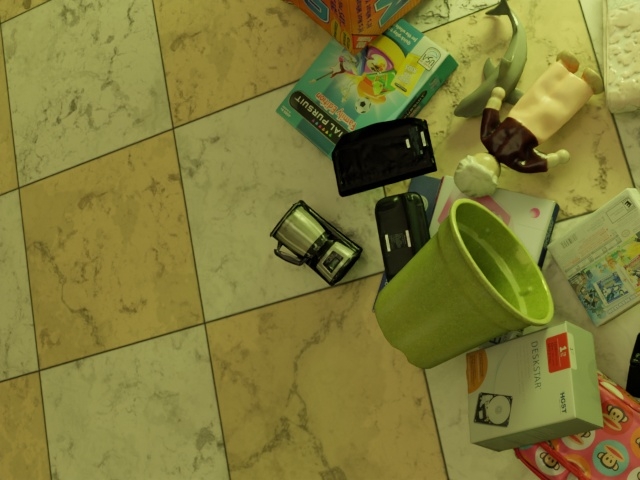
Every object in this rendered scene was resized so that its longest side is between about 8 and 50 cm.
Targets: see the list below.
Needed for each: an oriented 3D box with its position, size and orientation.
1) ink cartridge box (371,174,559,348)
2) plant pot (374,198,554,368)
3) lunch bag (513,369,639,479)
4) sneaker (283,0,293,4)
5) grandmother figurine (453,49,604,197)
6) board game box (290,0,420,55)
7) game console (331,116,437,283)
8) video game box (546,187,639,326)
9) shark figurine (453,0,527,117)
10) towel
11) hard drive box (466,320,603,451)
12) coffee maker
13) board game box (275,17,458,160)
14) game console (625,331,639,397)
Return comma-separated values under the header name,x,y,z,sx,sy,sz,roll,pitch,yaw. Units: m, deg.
name,x,y,z,sx,sy,sz,roll,pitch,yaw
ink cartridge box,0.285,0.039,1.866,0.330,0.071,0.323,15,88,25
plant pot,0.249,0.105,1.708,0.254,0.276,0.276,-39,67,28
lunch bag,0.513,0.403,1.673,0.293,0.120,0.258,39,101,27
sneaker,-0.004,-0.670,2.118,0.145,0.090,0.270,24,88,18
grandmother figurine,0.405,-0.214,1.805,0.342,0.104,0.208,-43,60,1
board game box,0.069,-0.686,1.864,0.356,0.356,0.356,-41,70,-11
game console,0.147,-0.074,1.885,0.213,0.044,0.361,-14,76,20
video game box,0.559,0.033,1.715,0.205,0.048,0.187,-42,63,36
shark figurine,0.380,-0.383,1.873,0.166,0.116,0.278,15,89,25
towel,0.697,-0.422,1.717,0.332,0.053,0.316,-11,72,37
hard drive box,0.385,0.271,1.659,0.232,0.089,0.181,-27,50,41
coffee maker,0.000,0.000,1.971,0.178,0.171,0.120,40,122,4
board game box,0.098,-0.338,2.012,0.254,0.079,0.336,43,99,25
game console,0.643,0.242,1.694,0.122,0.071,0.107,12,56,26
